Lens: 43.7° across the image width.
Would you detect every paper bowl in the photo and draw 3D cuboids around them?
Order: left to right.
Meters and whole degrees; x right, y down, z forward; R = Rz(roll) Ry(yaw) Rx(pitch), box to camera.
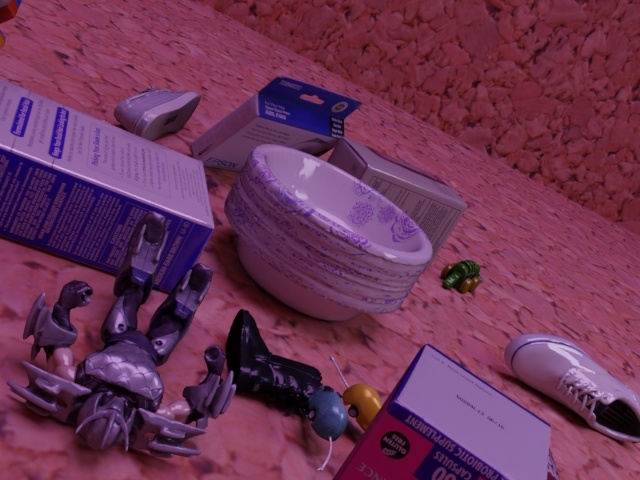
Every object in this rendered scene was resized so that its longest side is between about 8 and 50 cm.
[{"bbox_3d":[0.000,0.000,1.099,0.284,0.148,0.284,26,20,-10],"label":"paper bowl"}]

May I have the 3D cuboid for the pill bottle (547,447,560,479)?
[{"bbox_3d":[0.173,0.260,0.753,0.121,0.121,0.221,29,19,-6],"label":"pill bottle"}]

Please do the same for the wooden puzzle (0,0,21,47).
[{"bbox_3d":[-0.456,-0.215,0.851,0.348,0.322,0.081,-114,-177,-62],"label":"wooden puzzle"}]

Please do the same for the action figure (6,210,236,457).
[{"bbox_3d":[-0.167,0.089,0.723,0.185,0.099,0.285,35,22,-16],"label":"action figure"}]

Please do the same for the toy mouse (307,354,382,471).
[{"bbox_3d":[0.036,0.193,0.802,0.161,0.031,0.143,54,26,9],"label":"toy mouse"}]

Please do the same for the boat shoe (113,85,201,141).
[{"bbox_3d":[-0.276,-0.230,1.363,0.081,0.079,0.227,36,23,1],"label":"boat shoe"}]

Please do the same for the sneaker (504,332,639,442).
[{"bbox_3d":[0.398,0.222,1.210,0.258,0.094,0.091,27,15,-13],"label":"sneaker"}]

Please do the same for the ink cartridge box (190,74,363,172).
[{"bbox_3d":[-0.067,-0.181,1.352,0.223,0.224,0.045,6,60,-49],"label":"ink cartridge box"}]

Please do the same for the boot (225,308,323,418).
[{"bbox_3d":[-0.049,0.132,0.861,0.099,0.045,0.121,20,29,-20],"label":"boot"}]

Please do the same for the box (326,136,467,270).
[{"bbox_3d":[0.114,-0.063,1.417,0.232,0.149,0.127,19,22,-31],"label":"box"}]

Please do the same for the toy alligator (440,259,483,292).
[{"bbox_3d":[0.279,0.059,1.500,0.056,0.051,0.189,40,21,24],"label":"toy alligator"}]

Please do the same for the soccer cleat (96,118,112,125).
[{"bbox_3d":[-0.317,-0.158,1.207,0.083,0.029,0.036,29,15,-19],"label":"soccer cleat"}]

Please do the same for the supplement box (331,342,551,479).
[{"bbox_3d":[0.055,0.204,0.572,0.111,0.220,0.114,33,21,9],"label":"supplement box"}]

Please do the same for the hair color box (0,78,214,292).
[{"bbox_3d":[-0.300,-0.075,0.912,0.338,0.110,0.185,23,22,-24],"label":"hair color box"}]
